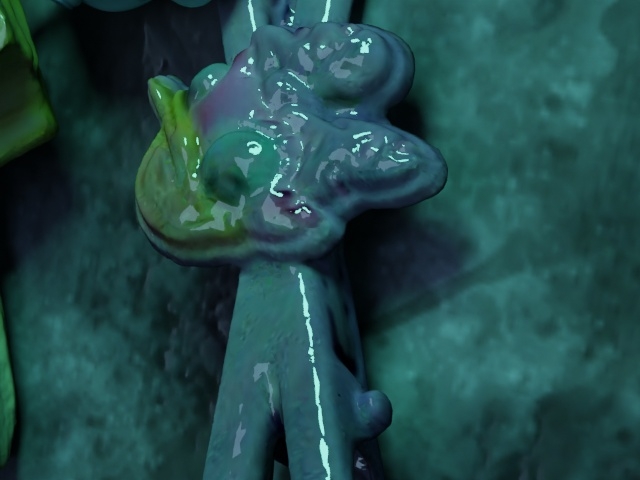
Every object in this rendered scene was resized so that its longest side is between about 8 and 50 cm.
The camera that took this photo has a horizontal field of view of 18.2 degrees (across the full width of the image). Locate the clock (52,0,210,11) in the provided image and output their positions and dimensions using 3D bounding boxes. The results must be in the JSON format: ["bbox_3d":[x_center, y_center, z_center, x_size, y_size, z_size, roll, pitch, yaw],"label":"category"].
[{"bbox_3d":[-0.092,-0.149,0.881,0.147,0.045,0.108,-3,64,44],"label":"clock"}]

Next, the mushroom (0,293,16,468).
[{"bbox_3d":[-0.211,-0.036,0.960,0.100,0.081,0.312,-15,87,36],"label":"mushroom"}]

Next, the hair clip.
[{"bbox_3d":[-0.007,0.003,0.817,0.137,0.090,0.278,-8,86,29],"label":"hair clip"}]

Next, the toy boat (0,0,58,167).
[{"bbox_3d":[-0.216,-0.151,0.880,0.111,0.084,0.276,-27,88,3],"label":"toy boat"}]
